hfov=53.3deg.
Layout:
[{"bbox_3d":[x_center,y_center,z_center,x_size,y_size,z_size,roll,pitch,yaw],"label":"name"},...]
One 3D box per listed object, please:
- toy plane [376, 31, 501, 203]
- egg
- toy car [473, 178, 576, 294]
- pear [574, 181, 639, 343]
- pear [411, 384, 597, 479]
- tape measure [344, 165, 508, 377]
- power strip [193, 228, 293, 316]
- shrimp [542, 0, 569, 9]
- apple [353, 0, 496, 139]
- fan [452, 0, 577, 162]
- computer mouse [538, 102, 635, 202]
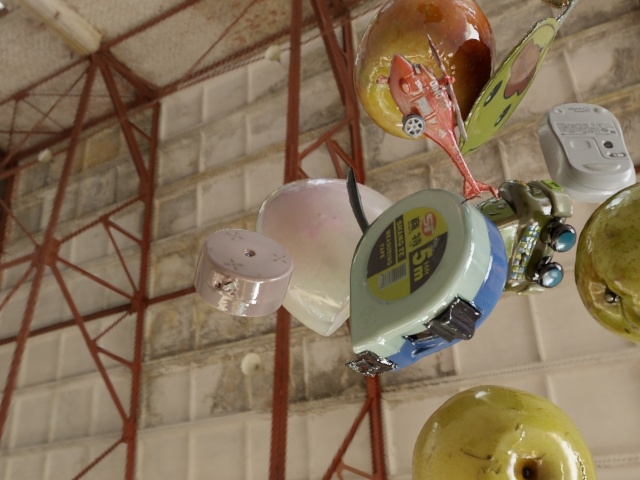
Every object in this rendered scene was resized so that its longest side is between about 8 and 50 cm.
[{"bbox_3d":[0.138,-0.129,0.732,0.077,0.194,0.126,-28,-147,15],"label":"toy plane"},{"bbox_3d":[0.000,0.000,1.519,0.340,0.354,0.354,40,-91,11],"label":"egg"},{"bbox_3d":[0.395,-0.011,1.346,0.204,0.198,0.247,-111,-151,-62],"label":"toy car"},{"bbox_3d":[0.577,0.040,1.064,0.304,0.304,0.303,-16,-124,25],"label":"pear"},{"bbox_3d":[0.340,0.446,1.200,0.348,0.348,0.348,-16,-124,25],"label":"pear"},{"bbox_3d":[0.125,-0.009,0.852,0.215,0.098,0.351,-32,-139,33],"label":"tape measure"},{"bbox_3d":[-0.124,0.052,1.023,0.154,0.154,0.078,48,-50,41],"label":"power strip"},{"bbox_3d":[0.413,-0.462,1.149,0.051,0.115,0.217,-33,-146,19],"label":"shrimp"},{"bbox_3d":[0.157,-0.271,0.970,0.235,0.210,0.173,-35,-156,50],"label":"apple"},{"bbox_3d":[0.286,-0.245,0.884,0.011,0.229,0.335,38,-78,18],"label":"fan"},{"bbox_3d":[0.601,-0.189,1.445,0.184,0.121,0.296,-5,-135,2],"label":"computer mouse"}]
